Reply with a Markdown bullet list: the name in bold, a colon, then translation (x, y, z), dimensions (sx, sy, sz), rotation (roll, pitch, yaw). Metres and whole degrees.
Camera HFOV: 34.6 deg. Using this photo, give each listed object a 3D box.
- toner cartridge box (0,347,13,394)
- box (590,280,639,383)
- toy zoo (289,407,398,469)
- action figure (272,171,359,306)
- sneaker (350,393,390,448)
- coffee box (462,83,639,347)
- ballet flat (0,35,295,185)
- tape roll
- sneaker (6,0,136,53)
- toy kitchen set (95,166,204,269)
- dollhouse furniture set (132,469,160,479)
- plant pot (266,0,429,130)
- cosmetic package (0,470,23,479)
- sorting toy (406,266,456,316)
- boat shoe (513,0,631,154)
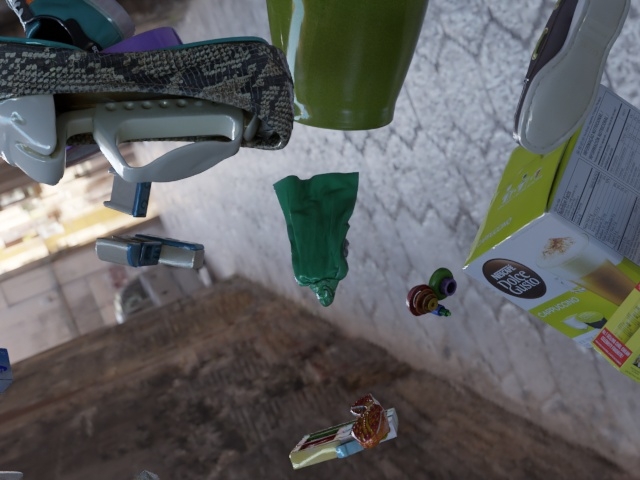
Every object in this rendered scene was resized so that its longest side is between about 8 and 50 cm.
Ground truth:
- **toner cartridge box**: translation (-0.745, 0.320, 1.958), dimensions (0.165, 0.348, 0.075), rotation (10, -133, -44)
- **box**: translation (0.503, 0.091, 1.502), dimensions (0.058, 0.232, 0.087), rotation (29, -166, -29)
- **toy zoo**: translation (0.048, 0.363, 1.887), dimensions (0.293, 0.192, 0.030), rotation (29, -137, -83)
- **action figure**: translation (0.000, 0.000, 1.544), dimensions (0.063, 0.137, 0.232), rotation (68, -166, -50)
- **sneaker**: translation (0.090, 0.298, 1.654), dimensions (0.067, 0.064, 0.175), rotation (50, -172, -5)
- **coffee box**: translation (0.545, -0.039, 2.065), dimensions (0.334, 0.338, 0.337), rotation (32, 152, -8)
- **ballet flat**: translation (-0.258, -0.152, 1.237), dimensions (0.164, 0.483, 0.182), rotation (120, 143, -61)
- **tape roll**: translation (-0.302, -0.194, 1.446), dimensions (0.090, 0.275, 0.275), rotation (59, 172, -4)
- **sneaker**: translation (-0.425, -0.352, 1.567), dimensions (0.302, 0.121, 0.108), rotation (31, 156, 29)
- **toy kitchen set**: translation (-0.280, -0.038, 1.768), dimensions (0.207, 0.122, 0.166), rotation (-7, -73, -77)
- **dollhouse furniture set**: translation (-0.342, 0.449, 1.608), dimensions (0.101, 0.182, 0.161), rotation (50, -176, 34)
- **plant pot**: translation (0.048, -0.418, 2.093), dimensions (0.366, 0.366, 0.353), rotation (-129, 40, -63)
- **cosmetic package**: translation (-0.707, 0.480, 1.851), dimensions (0.385, 0.217, 0.156), rotation (77, -161, -76)
- **sorting toy**: translation (0.173, 0.084, 1.511), dimensions (0.042, 0.102, 0.061), rotation (19, 129, 46)
- **boat shoe**: translation (0.398, -0.289, 1.688), dimensions (0.116, 0.324, 0.097), rotation (27, 176, -22)
